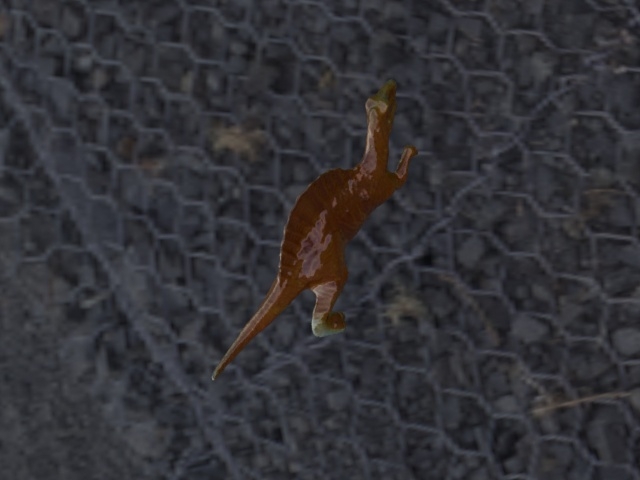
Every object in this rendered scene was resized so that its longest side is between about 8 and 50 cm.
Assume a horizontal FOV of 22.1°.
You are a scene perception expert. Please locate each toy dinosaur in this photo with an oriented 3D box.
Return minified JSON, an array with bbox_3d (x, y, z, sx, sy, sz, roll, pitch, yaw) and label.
[{"bbox_3d":[0.001,-0.001,1.146,0.057,0.212,0.142,26,146,21],"label":"toy dinosaur"}]
